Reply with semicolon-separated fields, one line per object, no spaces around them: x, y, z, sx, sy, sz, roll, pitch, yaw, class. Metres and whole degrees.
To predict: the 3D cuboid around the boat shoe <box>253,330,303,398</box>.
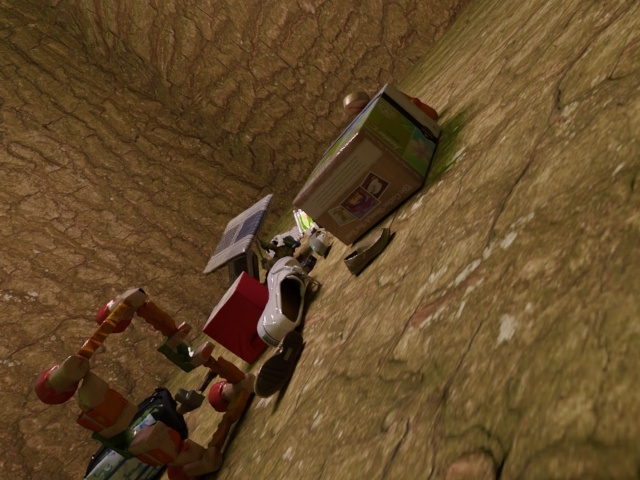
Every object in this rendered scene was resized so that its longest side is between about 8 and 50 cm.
-0.100;0.301;1.061;0.190;0.068;0.072;-49;-8;-48;boat shoe

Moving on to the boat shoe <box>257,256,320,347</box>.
-0.083;0.136;1.327;0.156;0.136;0.367;-47;14;28;boat shoe

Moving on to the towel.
-0.324;-0.014;1.819;0.324;0.056;0.312;-25;36;44;towel

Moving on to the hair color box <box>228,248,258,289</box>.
-0.348;0.153;2.080;0.374;0.114;0.185;112;152;-82;hair color box

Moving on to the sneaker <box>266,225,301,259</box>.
-0.179;0.005;2.276;0.110;0.118;0.292;-47;10;37;sneaker

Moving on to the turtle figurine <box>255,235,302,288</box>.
-0.233;0.086;1.893;0.198;0.275;0.266;30;107;47;turtle figurine

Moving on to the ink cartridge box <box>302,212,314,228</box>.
-0.036;-0.124;2.142;0.143;0.090;0.092;-48;11;19;ink cartridge box

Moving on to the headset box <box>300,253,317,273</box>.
-0.055;0.098;1.623;0.083;0.032;0.062;-46;11;38;headset box

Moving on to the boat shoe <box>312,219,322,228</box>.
0.080;-0.175;1.815;0.114;0.091;0.302;10;-52;-50;boat shoe

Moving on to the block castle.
-0.413;0.370;1.119;0.213;0.453;0.302;-36;19;38;block castle

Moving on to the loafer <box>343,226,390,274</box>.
0.111;0.021;1.086;0.148;0.050;0.056;-50;10;16;loafer

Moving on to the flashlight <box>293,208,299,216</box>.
-0.024;-0.208;2.320;0.103;0.103;0.304;-13;-30;-47;flashlight

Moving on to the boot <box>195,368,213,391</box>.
-0.464;0.568;1.823;0.114;0.037;0.106;-52;-4;-14;boot

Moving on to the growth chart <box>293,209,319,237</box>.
-0.028;-0.133;2.046;0.237;0.021;0.171;-40;59;22;growth chart

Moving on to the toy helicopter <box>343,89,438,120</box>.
0.218;-0.411;1.466;0.235;0.355;0.140;-19;73;41;toy helicopter

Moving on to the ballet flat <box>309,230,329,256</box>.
0.000;0.000;1.610;0.068;0.072;0.213;-47;10;5;ballet flat

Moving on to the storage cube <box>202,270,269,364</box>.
-0.240;0.248;1.475;0.183;0.193;0.215;-51;9;12;storage cube

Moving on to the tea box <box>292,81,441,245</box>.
0.137;-0.218;1.307;0.329;0.220;0.323;-42;15;44;tea box

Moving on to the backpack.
-0.638;0.724;1.560;0.356;0.273;0.290;-33;5;-20;backpack
